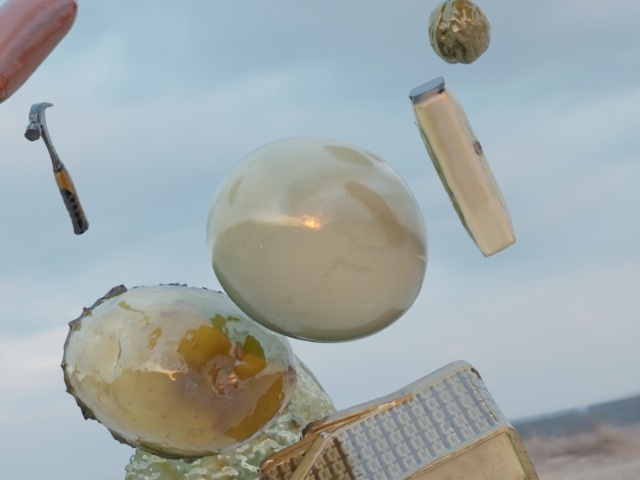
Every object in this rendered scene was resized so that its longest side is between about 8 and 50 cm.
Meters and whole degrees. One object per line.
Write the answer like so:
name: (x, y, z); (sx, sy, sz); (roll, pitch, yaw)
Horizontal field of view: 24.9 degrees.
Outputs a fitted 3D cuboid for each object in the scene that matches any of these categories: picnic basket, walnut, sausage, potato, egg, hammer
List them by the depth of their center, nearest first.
sausage: (-0.322, -0.207, 1.519); (0.077, 0.077, 0.194); (-20, 28, 45)
egg: (0.000, 0.000, 1.542); (0.219, 0.219, 0.269); (-17, -20, 36)
potato: (-0.149, 0.157, 1.702); (0.285, 0.242, 0.242); (26, -24, -21)
picnic basket: (0.097, 0.316, 1.725); (0.313, 0.228, 0.175); (-28, 30, -2)
hammer: (-0.318, -0.087, 1.768); (0.021, 0.078, 0.201); (-7, -45, 7)
walnut: (0.181, -0.275, 1.893); (0.092, 0.092, 0.092); (-11, -9, -2)

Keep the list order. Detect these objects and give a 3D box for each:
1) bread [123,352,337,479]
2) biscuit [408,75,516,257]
bread: (-0.128, 0.356, 2.303); (0.395, 0.239, 0.264); (-46, -16, 19)
biscuit: (0.143, -0.071, 1.447); (0.052, 0.188, 0.056); (-26, 18, 6)
